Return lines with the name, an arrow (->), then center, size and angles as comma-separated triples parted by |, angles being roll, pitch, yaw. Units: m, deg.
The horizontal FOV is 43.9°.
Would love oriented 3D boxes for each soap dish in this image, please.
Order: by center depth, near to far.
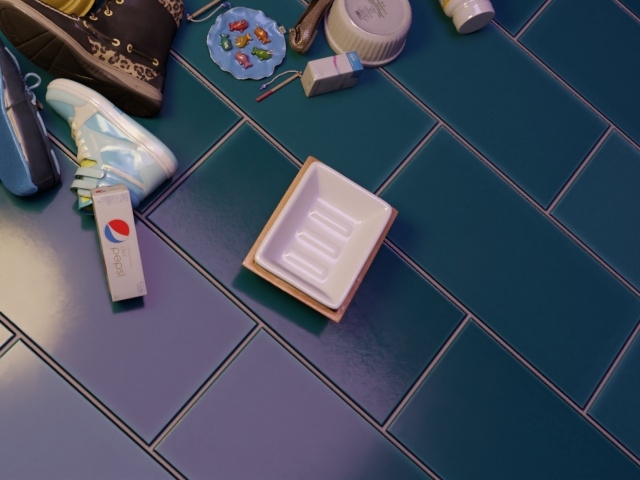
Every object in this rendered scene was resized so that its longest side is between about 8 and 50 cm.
soap dish -> 0.000, 0.000, 1.672 | 0.229, 0.118, 0.290 | 31, 67, -3

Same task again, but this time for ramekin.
ramekin -> 0.118, -0.525, 1.878 | 0.207, 0.109, 0.207 | 4, 72, -14

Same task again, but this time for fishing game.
fishing game -> -0.164, -0.456, 1.819 | 0.189, 0.041, 0.264 | -36, 87, -23

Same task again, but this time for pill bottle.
pill bottle -> 0.344, -0.627, 1.964 | 0.119, 0.119, 0.208 | -19, 79, -19

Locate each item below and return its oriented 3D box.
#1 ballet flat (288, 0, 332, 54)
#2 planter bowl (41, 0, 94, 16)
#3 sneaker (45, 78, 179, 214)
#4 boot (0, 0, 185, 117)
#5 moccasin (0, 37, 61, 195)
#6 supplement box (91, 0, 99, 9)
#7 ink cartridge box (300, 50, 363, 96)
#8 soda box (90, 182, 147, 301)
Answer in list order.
ballet flat -> -0.017, -0.547, 1.862 | 0.058, 0.084, 0.249 | 30, 69, -20
planter bowl -> -0.585, -0.560, 1.666 | 0.217, 0.090, 0.217 | 0, 98, -1
sneaker -> -0.471, -0.176, 1.606 | 0.319, 0.127, 0.208 | 35, 73, 6
boot -> -0.456, -0.461, 1.647 | 0.377, 0.138, 0.284 | 30, 62, -32
moccasin -> -0.623, -0.254, 1.596 | 0.117, 0.138, 0.341 | -19, 94, -59
supplement box -> -0.519, -0.574, 1.755 | 0.083, 0.056, 0.083 | 26, 68, -5
ink cartridge box -> 0.024, -0.380, 1.817 | 0.123, 0.088, 0.052 | -18, 78, -19
soda box -> -0.391, 0.004, 1.538 | 0.069, 0.074, 0.216 | -11, 109, -18
